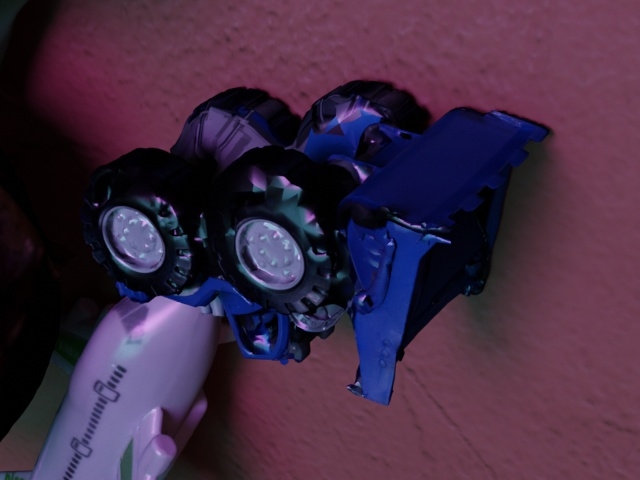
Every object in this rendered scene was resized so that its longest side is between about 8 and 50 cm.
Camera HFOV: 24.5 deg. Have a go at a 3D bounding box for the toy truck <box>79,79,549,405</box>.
[{"bbox_3d":[0.000,0.000,0.701,0.208,0.113,0.126,2,118,35],"label":"toy truck"}]

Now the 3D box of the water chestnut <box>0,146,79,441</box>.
[{"bbox_3d":[-0.290,0.029,0.786,0.300,0.300,0.300,17,126,26],"label":"water chestnut"}]

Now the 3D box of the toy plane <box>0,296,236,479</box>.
[{"bbox_3d":[-0.118,0.108,0.853,0.255,0.101,0.251,-52,46,28],"label":"toy plane"}]

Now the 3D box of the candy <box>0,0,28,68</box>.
[{"bbox_3d":[-0.174,-0.207,0.691,0.398,0.172,0.263,-14,99,61],"label":"candy"}]
